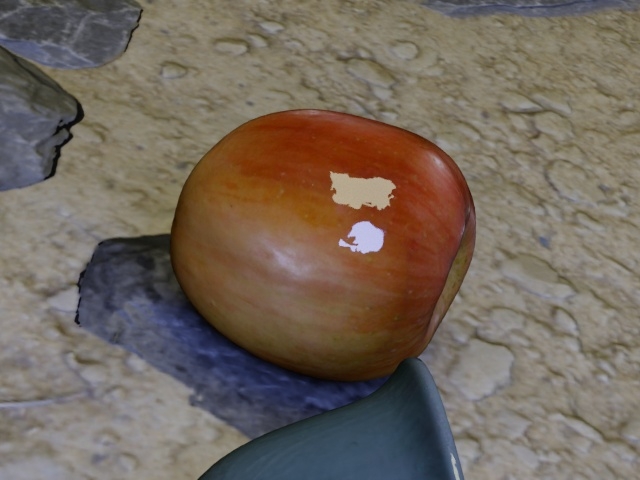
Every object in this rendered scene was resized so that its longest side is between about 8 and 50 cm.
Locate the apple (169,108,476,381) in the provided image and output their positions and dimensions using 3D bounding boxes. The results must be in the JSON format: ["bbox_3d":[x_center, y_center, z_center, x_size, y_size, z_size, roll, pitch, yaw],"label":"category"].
[{"bbox_3d":[0.000,0.000,0.958,0.199,0.199,0.199,11,37,-8],"label":"apple"}]

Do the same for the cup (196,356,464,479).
[{"bbox_3d":[-0.006,0.168,0.747,0.150,0.199,0.199,-10,41,-5],"label":"cup"}]
